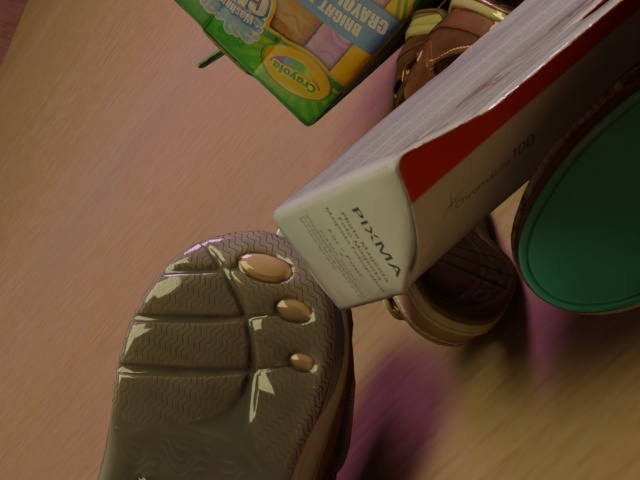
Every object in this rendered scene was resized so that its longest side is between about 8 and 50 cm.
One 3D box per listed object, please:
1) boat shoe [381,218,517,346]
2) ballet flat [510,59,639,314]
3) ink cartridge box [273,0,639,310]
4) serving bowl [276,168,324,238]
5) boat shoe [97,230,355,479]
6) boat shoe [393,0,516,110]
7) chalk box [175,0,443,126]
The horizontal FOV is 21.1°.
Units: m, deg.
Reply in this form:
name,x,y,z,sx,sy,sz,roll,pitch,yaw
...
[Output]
name,x,y,z,sx,sy,sz,roll,pitch,yaw
boat shoe,0.049,0.015,0.765,0.153,0.056,0.048,-100,33,-66
ballet flat,0.151,-0.061,0.570,0.221,0.077,0.079,-48,8,28
ink cartridge box,0.093,-0.059,0.615,0.189,0.066,0.232,-40,10,-17
serving bowl,0.000,0.000,0.964,0.083,0.027,0.083,-53,18,26
boat shoe,-0.058,0.158,0.773,0.324,0.123,0.116,-66,-17,-2
boat shoe,0.075,-0.079,0.830,0.178,0.064,0.060,-169,102,-79
chalk box,0.006,-0.164,0.976,0.213,0.132,0.132,-47,0,42
